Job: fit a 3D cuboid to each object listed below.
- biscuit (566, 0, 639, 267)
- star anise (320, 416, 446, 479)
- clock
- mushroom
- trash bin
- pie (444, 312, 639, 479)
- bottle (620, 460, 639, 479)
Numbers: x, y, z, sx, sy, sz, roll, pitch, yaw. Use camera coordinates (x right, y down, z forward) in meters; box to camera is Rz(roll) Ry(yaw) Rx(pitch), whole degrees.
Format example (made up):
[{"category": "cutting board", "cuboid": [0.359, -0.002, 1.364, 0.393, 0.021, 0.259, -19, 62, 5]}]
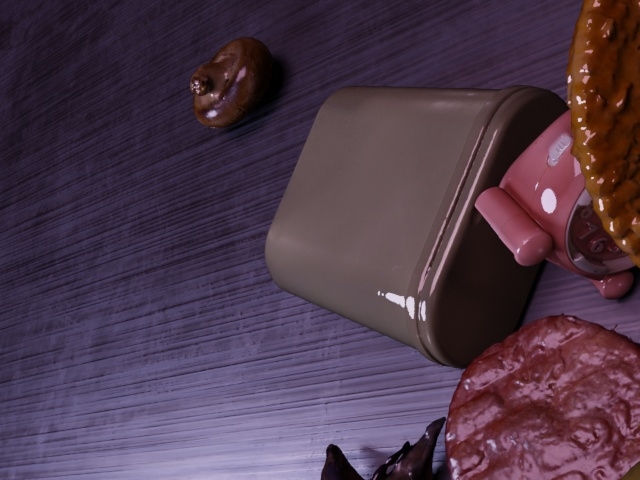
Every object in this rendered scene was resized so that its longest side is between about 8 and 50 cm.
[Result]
[{"category": "biscuit", "cuboid": [0.257, -0.087, 0.532, 0.035, 0.254, 0.253, -4, 67, 65]}, {"category": "star anise", "cuboid": [0.043, 0.266, 0.674, 0.272, 0.103, 0.271, -20, 57, 34]}, {"category": "clock", "cuboid": [0.214, -0.052, 0.617, 0.162, 0.166, 0.092, -51, 41, 23]}, {"category": "mushroom", "cuboid": [-0.112, -0.199, 1.063, 0.126, 0.085, 0.109, -33, 16, 32]}, {"category": "trash bin", "cuboid": [0.080, -0.028, 0.771, 0.247, 0.121, 0.243, 15, 82, 51]}, {"category": "pie", "cuboid": [0.176, 0.144, 0.619, 0.182, 0.049, 0.182, -16, 58, 27]}, {"category": "bottle", "cuboid": [0.309, 0.187, 0.403, 0.351, 0.172, 0.171, 4, 74, 47]}]
